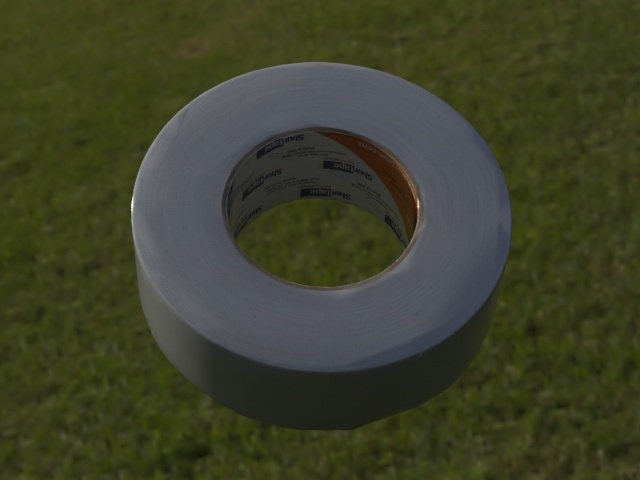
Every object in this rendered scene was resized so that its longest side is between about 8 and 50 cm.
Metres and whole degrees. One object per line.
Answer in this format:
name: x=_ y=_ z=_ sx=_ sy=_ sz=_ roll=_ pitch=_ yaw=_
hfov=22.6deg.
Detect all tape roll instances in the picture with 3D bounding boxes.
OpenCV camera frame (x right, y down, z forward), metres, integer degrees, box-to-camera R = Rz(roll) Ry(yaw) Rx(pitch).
tape roll: x=0.000 y=0.000 z=0.944 sx=0.219 sy=0.072 sz=0.219 roll=1 pitch=56 yaw=-2
